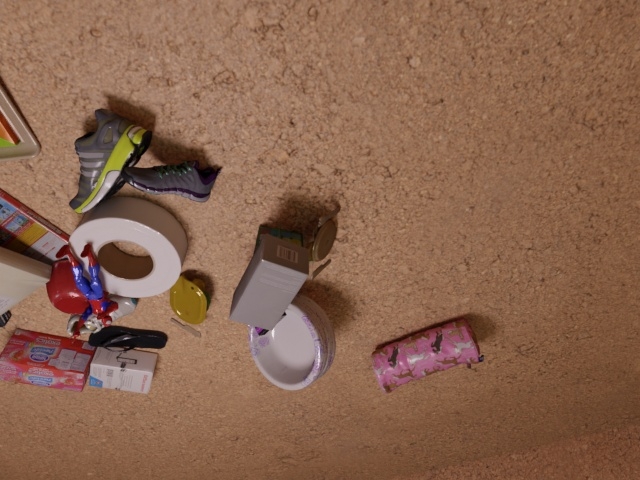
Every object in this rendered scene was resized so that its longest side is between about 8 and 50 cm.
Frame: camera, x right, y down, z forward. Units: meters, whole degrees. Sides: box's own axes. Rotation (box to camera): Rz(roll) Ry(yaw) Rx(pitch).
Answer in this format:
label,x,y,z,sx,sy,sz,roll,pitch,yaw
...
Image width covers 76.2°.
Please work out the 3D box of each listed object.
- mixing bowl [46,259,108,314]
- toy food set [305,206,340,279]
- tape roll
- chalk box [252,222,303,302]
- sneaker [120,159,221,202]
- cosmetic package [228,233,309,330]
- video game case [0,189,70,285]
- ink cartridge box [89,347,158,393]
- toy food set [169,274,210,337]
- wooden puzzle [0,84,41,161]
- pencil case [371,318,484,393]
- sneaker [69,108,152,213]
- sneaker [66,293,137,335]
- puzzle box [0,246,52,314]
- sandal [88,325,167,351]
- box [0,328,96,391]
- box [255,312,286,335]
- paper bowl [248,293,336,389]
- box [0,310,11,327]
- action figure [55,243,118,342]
label,x,y,z,sx,sy,sz,roll,pitch,yaw
mixing bowl,-0.699,0.149,1.175,0.181,0.098,0.181,-8,139,-7
toy food set,0.000,0.000,1.121,0.038,0.132,0.192,22,121,22
tape roll,-0.514,0.024,1.105,0.286,0.100,0.286,-2,130,-3
chalk box,-0.120,0.052,1.136,0.132,0.132,0.213,10,129,-12
sneaker,-0.343,-0.159,0.951,0.223,0.083,0.098,6,125,-53
cosmetic package,-0.133,0.113,1.038,0.127,0.107,0.238,21,128,-20
video game case,-0.814,-0.003,1.107,0.204,0.025,0.285,-29,126,19
ink cartridge box,-0.703,0.462,1.461,0.203,0.086,0.148,15,127,-17
toy food set,-0.399,0.189,1.279,0.128,0.071,0.218,24,126,7
wooden puzzle,-0.769,-0.273,0.874,0.221,0.044,0.239,-6,130,1
pencil case,0.372,0.416,1.463,0.386,0.167,0.160,-23,160,14
sneaker,-0.511,-0.181,0.948,0.121,0.111,0.300,42,115,-13
sneaker,-0.676,0.235,1.271,0.228,0.092,0.087,-20,127,10
puzzle box,-0.973,0.129,1.079,0.409,0.052,0.272,-30,142,17
sandal,-0.657,0.340,1.383,0.254,0.054,0.097,2,129,-6
box,-0.911,0.405,1.371,0.256,0.128,0.123,16,126,-18
box,-0.180,0.190,1.238,0.116,0.162,0.029,-44,157,28
paper bowl,-0.079,0.308,1.289,0.284,0.284,0.148,-46,163,28
box,-1.061,0.170,1.214,0.175,0.051,0.220,3,129,-7
action figure,-0.606,0.157,1.060,0.091,0.139,0.280,0,133,-2
